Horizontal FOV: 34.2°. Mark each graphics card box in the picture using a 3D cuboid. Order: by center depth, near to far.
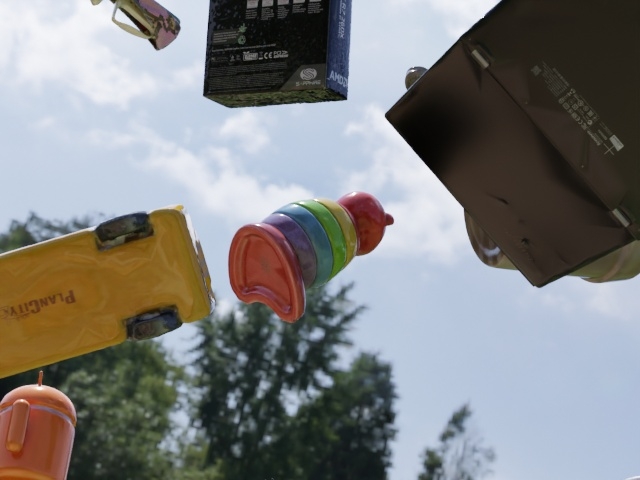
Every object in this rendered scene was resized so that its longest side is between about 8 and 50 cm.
[{"bbox_3d":[-0.064,-0.408,1.697,0.232,0.371,0.094,-1,-8,25],"label":"graphics card box"}]

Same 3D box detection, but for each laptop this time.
[{"bbox_3d":[0.368,-0.186,1.554,0.382,0.408,0.236,48,6,-1],"label":"laptop"}]

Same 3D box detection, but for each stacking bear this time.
[{"bbox_3d":[0.000,0.000,1.816,0.289,0.164,0.175,-25,32,-38],"label":"stacking bear"}]

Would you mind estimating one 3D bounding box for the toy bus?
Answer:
[{"bbox_3d":[-0.264,0.060,0.945,0.332,0.108,0.130,-17,3,2],"label":"toy bus"}]

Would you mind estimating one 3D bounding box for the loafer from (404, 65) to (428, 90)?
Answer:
[{"bbox_3d":[0.196,-0.296,1.936,0.056,0.050,0.148,-11,-17,23],"label":"loafer"}]

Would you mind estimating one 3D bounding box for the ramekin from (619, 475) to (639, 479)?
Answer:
[{"bbox_3d":[0.523,0.428,1.481,0.272,0.127,0.273,1,-30,1],"label":"ramekin"}]

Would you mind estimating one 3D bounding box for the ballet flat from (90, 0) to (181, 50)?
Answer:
[{"bbox_3d":[-0.332,-0.401,1.728,0.221,0.079,0.077,41,-23,-18],"label":"ballet flat"}]

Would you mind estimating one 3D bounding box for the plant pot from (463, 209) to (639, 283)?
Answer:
[{"bbox_3d":[0.440,-0.063,1.990,0.280,0.323,0.323,-8,-14,-18],"label":"plant pot"}]

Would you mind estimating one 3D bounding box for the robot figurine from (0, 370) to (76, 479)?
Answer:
[{"bbox_3d":[-0.448,0.320,1.609,0.128,0.219,0.158,-22,-42,31],"label":"robot figurine"}]

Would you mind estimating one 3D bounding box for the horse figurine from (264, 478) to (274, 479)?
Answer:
[{"bbox_3d":[-0.052,0.595,1.936,0.066,0.263,0.174,-24,16,-14],"label":"horse figurine"}]
